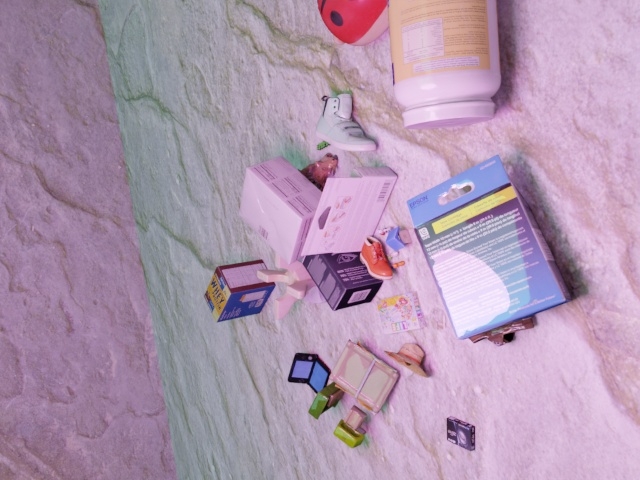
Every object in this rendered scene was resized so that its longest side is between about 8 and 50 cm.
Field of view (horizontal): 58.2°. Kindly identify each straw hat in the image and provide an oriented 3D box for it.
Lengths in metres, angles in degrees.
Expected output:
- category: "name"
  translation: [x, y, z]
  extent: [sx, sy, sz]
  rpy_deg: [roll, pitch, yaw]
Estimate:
- category: "straw hat"
  translation: [0.255, 0.324, 1.630]
  extent: [0.145, 0.144, 0.061]
  rpy_deg: [15, 66, 52]

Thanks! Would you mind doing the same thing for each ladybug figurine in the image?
- category: "ladybug figurine"
  translation: [0.112, -0.732, 1.533]
  extent: [0.305, 0.162, 0.449]
  rpy_deg: [51, 134, 34]

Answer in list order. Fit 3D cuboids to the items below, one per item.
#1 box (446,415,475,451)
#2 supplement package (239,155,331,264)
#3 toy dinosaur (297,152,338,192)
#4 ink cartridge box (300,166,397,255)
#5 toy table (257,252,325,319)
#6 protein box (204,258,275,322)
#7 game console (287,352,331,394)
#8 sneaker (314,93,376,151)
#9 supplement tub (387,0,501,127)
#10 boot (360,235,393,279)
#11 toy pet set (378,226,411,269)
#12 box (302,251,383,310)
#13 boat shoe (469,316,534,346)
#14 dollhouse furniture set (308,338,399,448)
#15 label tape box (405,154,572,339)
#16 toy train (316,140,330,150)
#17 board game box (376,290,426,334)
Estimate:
- category: "box"
  translation: [0.376, 0.518, 1.545]
  extent: [0.083, 0.018, 0.067]
  rpy_deg: [9, 104, 52]
- category: "supplement package"
  translation: [-0.110, -0.097, 1.798]
  extent: [0.262, 0.145, 0.204]
  rpy_deg: [44, 140, 25]
- category: "toy dinosaur"
  translation: [-0.052, -0.157, 1.912]
  extent: [0.200, 0.127, 0.295]
  rpy_deg: [33, 128, 38]
- category: "ink cartridge box"
  translation: [0.070, -0.082, 1.652]
  extent: [0.060, 0.239, 0.275]
  rpy_deg: [54, 136, 41]
- category: "toy table"
  translation: [-0.089, 0.137, 1.982]
  extent: [0.274, 0.161, 0.252]
  rpy_deg: [3, 99, 52]
- category: "protein box"
  translation: [-0.320, 0.198, 2.269]
  extent: [0.136, 0.201, 0.199]
  rpy_deg: [59, 138, 28]
- category: "game console"
  translation: [-0.043, 0.483, 2.055]
  extent: [0.085, 0.124, 0.143]
  rpy_deg: [-105, 27, -57]
- category: "sneaker"
  translation: [0.078, -0.355, 1.714]
  extent: [0.256, 0.094, 0.151]
  rpy_deg: [33, 119, 44]
- category: "supplement tub"
  translation: [0.279, -0.431, 1.301]
  extent: [0.241, 0.241, 0.331]
  rpy_deg: [2, 98, 53]
- category: "boot"
  translation: [0.165, 0.052, 1.685]
  extent: [0.158, 0.059, 0.084]
  rpy_deg: [51, 141, 48]
- category: "toy pet set"
  translation: [0.202, 0.016, 1.642]
  extent: [0.114, 0.065, 0.122]
  rpy_deg: [-32, 72, 52]
- category: "box"
  translation: [0.065, 0.096, 1.771]
  extent: [0.207, 0.153, 0.108]
  rpy_deg: [56, 137, 32]
- category: "boat shoe"
  translation: [0.428, 0.217, 1.375]
  extent: [0.183, 0.066, 0.066]
  rpy_deg: [-45, 63, 48]
- category: "dollhouse furniture set"
  translation: [0.127, 0.471, 1.837]
  extent: [0.198, 0.151, 0.301]
  rpy_deg: [32, 106, 22]
- category: "label tape box"
  translation: [0.373, 0.020, 1.308]
  extent: [0.249, 0.115, 0.347]
  rpy_deg: [-27, 71, 28]
- category: "toy train"
  translation: [0.013, -0.314, 1.874]
  extent: [0.083, 0.017, 0.023]
  rpy_deg: [-15, 75, 54]
- category: "board game box"
  translation: [0.232, 0.212, 1.673]
  extent: [0.154, 0.026, 0.103]
  rpy_deg: [-24, 77, 53]
